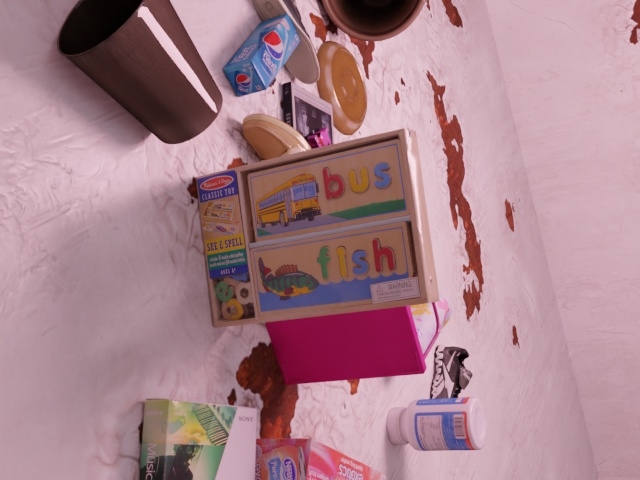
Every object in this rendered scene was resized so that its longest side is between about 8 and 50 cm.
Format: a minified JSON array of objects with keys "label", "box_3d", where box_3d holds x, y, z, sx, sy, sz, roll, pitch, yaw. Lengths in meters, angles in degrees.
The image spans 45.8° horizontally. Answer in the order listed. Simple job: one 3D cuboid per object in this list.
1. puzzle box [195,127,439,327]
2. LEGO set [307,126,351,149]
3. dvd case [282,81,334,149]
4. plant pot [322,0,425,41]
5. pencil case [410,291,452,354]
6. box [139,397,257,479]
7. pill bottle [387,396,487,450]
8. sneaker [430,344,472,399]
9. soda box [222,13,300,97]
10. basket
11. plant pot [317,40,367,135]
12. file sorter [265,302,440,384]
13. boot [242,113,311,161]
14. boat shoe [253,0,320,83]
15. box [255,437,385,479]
[{"label":"puzzle box","box_3d":[-0.018,-0.011,1.242,0.052,0.408,0.272,1,80,-60]},{"label":"LEGO set","box_3d":[0.067,-0.170,1.706,0.227,0.087,0.093,62,35,-33]},{"label":"dvd case","box_3d":[-0.022,-0.211,1.680,0.179,0.029,0.239,15,69,-58]},{"label":"plant pot","box_3d":[0.139,-0.648,1.908,0.229,0.262,0.263,-72,144,-68]},{"label":"pencil case","box_3d":[0.251,0.230,1.955,0.273,0.113,0.124,-38,135,-58]},{"label":"box","box_3d":[-0.188,0.415,1.177,0.232,0.058,0.322,25,60,-56]},{"label":"pill bottle","box_3d":[0.279,0.444,1.829,0.124,0.221,0.124,23,62,-56]},{"label":"sneaker","box_3d":[0.373,0.398,2.127,0.078,0.106,0.234,46,44,-45]},{"label":"soda box","box_3d":[-0.114,-0.373,1.518,0.067,0.071,0.210,61,35,-31]},{"label":"basket","box_3d":[-0.260,-0.270,1.160,0.227,0.154,0.205,54,41,-45]},{"label":"plant pot","box_3d":[0.061,-0.379,1.873,0.236,0.032,0.237,23,63,-57]},{"label":"file sorter","box_3d":[0.065,0.139,1.471,0.182,0.290,0.202,-40,116,-60]},{"label":"boot","box_3d":[-0.082,-0.100,1.480,0.262,0.095,0.204,46,52,-35]},{"label":"boat shoe","box_3d":[-0.057,-0.448,1.630,0.233,0.084,0.079,60,36,-28]},{"label":"box","box_3d":[-0.010,0.472,1.389,0.300,0.142,0.154,43,47,-48]}]
